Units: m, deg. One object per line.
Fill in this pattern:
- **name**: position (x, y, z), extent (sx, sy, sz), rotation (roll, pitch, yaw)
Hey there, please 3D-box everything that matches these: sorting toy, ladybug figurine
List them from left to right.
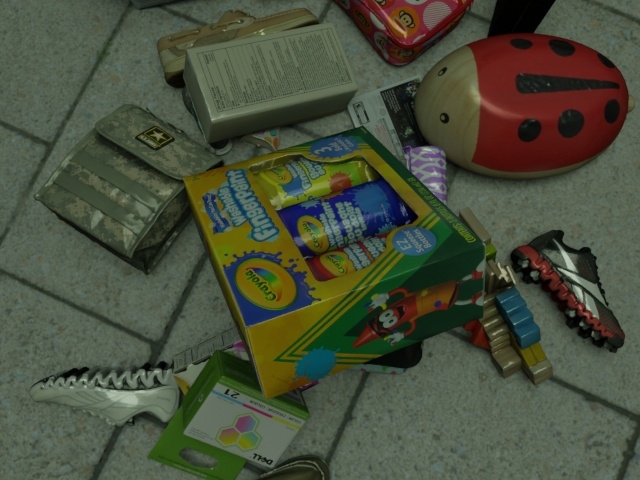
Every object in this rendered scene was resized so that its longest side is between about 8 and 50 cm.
- **sorting toy**: position (-0.119, -0.235, 1.347), extent (0.083, 0.045, 0.075), rotation (18, 62, 3)
- **ladybug figurine**: position (0.418, -0.281, 1.277), extent (0.449, 0.162, 0.305), rotation (-4, 80, -5)

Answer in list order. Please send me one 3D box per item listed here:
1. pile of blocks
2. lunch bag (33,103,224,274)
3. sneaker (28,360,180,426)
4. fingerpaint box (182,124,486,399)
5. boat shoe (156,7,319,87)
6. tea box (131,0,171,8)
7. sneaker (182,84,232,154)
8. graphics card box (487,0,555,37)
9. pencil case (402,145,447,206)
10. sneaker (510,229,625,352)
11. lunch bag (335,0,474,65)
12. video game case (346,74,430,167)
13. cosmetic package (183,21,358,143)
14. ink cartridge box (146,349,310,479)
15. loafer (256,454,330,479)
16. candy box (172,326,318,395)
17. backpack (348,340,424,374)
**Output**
- **pile of blocks**: position (0.318, 0.122, 1.230), extent (0.112, 0.149, 0.362), rotation (-27, 82, -4)
- **lunch bag**: position (-0.361, -0.118, 1.263), extent (0.235, 0.169, 0.287), rotation (32, 75, 8)
- **sneaker**: position (-0.412, 0.301, 1.230), extent (0.292, 0.110, 0.118), rotation (-3, 90, 0)
- **fingerpaint box**: position (0.000, 0.000, 1.087), extent (0.371, 0.163, 0.445), rotation (-18, 38, -12)
- **boat shoe**: position (-0.174, -0.427, 1.331), extent (0.341, 0.121, 0.110), rotation (-18, 82, -2)
- **tea box**: position (-0.358, -0.698, 1.254), extent (0.219, 0.329, 0.324), rotation (-10, 80, 11)
- **sneaker**: position (-0.236, -0.261, 1.327), extent (0.065, 0.076, 0.166), rotation (-32, 82, -5)
- **graphics card box**: position (0.451, -0.619, 1.305), extent (0.094, 0.233, 0.371), rotation (17, 81, 2)
- **pencil case**: position (0.202, -0.087, 1.249), extent (0.088, 0.086, 0.206), rotation (9, 72, -28)
- **sneaker**: position (0.511, 0.090, 1.260), extent (0.135, 0.097, 0.276), rotation (-41, 82, -4)
- **lunch bag**: position (0.175, -0.548, 1.358), extent (0.258, 0.120, 0.293), rotation (-39, 84, -10)
- **video game case**: position (0.164, -0.236, 1.351), extent (0.173, 0.022, 0.190), rotation (-20, 81, -3)
- **cosmetic package**: position (-0.100, -0.316, 1.279), extent (0.309, 0.113, 0.160), rotation (-16, 80, -18)
- **ink cartridge box**: position (-0.169, 0.352, 1.156), extent (0.188, 0.097, 0.255), rotation (29, 100, -23)
- **loafer**: position (-0.096, 0.487, 1.203), extent (0.251, 0.087, 0.094), rotation (-26, 82, -4)
- **candy box**: position (-0.142, 0.247, 1.218), extent (0.233, 0.071, 0.159), rotation (-26, 111, -3)
- **backpack**: position (0.088, 0.117, 1.199), extent (0.225, 0.191, 0.254), rotation (5, 46, 1)
